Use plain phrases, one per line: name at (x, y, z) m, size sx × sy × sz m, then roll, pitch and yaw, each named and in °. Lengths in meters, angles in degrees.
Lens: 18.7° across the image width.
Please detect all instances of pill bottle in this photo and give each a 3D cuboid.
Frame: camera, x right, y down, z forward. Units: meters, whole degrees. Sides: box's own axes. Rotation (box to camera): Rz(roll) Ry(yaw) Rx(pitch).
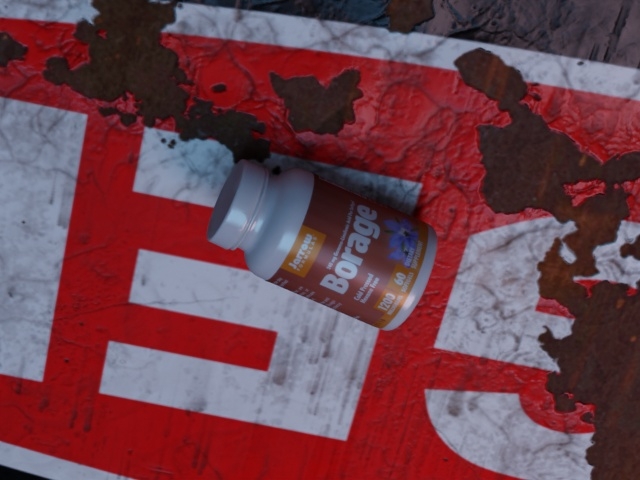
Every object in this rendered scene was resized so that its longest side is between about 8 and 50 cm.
pill bottle at (0.000, 0.000, 1.984) m, size 0.216 × 0.121 × 0.121 m, roll 23°, pitch 123°, yaw -13°
